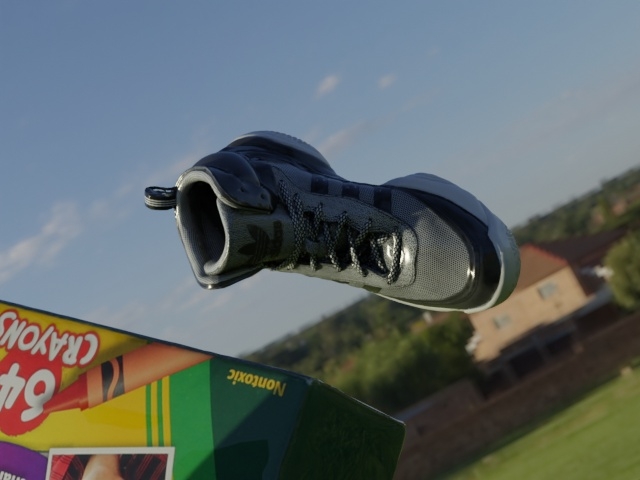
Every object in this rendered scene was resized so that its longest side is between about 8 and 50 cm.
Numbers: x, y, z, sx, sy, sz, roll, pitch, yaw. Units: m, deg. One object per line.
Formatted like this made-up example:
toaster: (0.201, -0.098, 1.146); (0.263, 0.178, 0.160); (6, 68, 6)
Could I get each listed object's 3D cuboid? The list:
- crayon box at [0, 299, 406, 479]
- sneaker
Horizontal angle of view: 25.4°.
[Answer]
crayon box: (-0.166, 0.200, 0.769); (0.363, 0.313, 0.106); (9, -14, 38)
sneaker: (0.000, 0.000, 1.019); (0.268, 0.101, 0.153); (22, 25, 30)
